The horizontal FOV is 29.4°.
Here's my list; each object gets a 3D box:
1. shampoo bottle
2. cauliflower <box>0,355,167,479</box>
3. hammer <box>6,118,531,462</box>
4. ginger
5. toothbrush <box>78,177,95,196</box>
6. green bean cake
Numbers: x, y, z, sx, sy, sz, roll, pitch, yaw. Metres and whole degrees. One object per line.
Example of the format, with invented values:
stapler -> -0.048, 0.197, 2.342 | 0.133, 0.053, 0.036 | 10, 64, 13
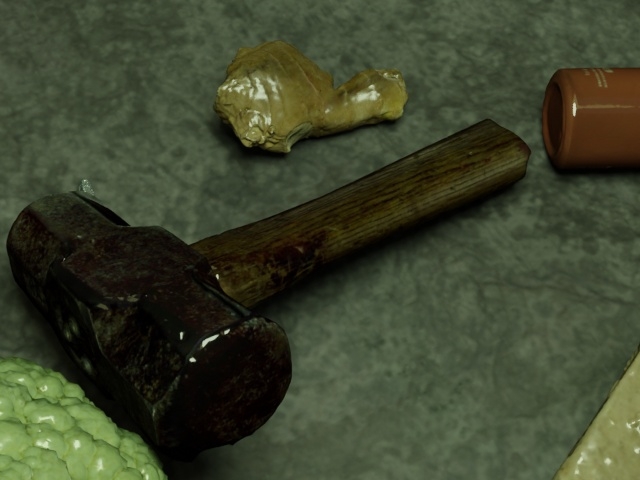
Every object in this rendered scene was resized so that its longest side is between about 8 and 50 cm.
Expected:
shampoo bottle -> 0.307, -0.098, 0.992 | 0.244, 0.085, 0.085 | 1, 61, -5
cauliflower -> -0.215, 0.207, 0.703 | 0.275, 0.250, 0.272 | 53, 26, 9
hammer -> 0.000, 0.000, 0.886 | 0.408, 0.095, 0.242 | -22, 34, -31
ginger -> -0.013, -0.124, 0.998 | 0.165, 0.067, 0.096 | -11, 61, -24
toothbrush -> -0.158, 0.022, 0.934 | 0.011, 0.014, 0.167 | -14, 62, -21
green bean cake -> 0.224, 0.139, 0.837 | 0.085, 0.109, 0.179 | 34, 64, 15
